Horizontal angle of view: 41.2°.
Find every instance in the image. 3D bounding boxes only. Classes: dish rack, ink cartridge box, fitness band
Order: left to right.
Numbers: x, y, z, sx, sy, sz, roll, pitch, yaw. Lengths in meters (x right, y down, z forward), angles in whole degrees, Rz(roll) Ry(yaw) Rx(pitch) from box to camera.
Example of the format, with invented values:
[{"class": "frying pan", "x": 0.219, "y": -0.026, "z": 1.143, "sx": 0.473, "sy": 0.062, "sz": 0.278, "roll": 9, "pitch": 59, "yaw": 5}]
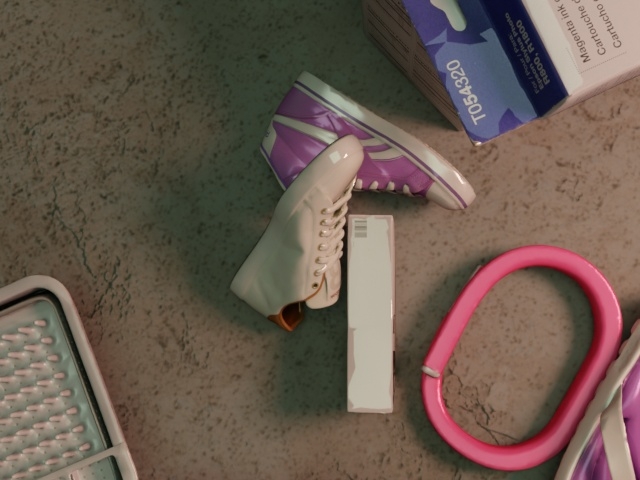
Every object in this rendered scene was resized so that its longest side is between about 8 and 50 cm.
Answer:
[{"class": "dish rack", "x": -0.391, "y": 0.236, "z": 1.099, "sx": 0.286, "sy": 0.072, "sz": 0.332, "roll": -24, "pitch": 82, "yaw": 8}, {"class": "fitness band", "x": 0.251, "y": 0.144, "z": 1.070, "sx": 0.209, "sy": 0.054, "sz": 0.290, "roll": 30, "pitch": 88, "yaw": 7}, {"class": "ink cartridge box", "x": 0.237, "y": -0.306, "z": 0.851, "sx": 0.330, "sy": 0.071, "sz": 0.324, "roll": -25, "pitch": 82, "yaw": -1}]

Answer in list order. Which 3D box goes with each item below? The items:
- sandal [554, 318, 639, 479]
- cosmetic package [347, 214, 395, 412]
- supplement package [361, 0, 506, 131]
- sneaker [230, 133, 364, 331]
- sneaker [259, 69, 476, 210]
[{"class": "sandal", "x": 0.383, "y": 0.253, "z": 0.998, "sx": 0.169, "sy": 0.102, "sz": 0.416, "roll": 20, "pitch": 85, "yaw": -14}, {"class": "cosmetic package", "x": 0.064, "y": 0.092, "z": 1.071, "sx": 0.061, "sy": 0.099, "sz": 0.239, "roll": 0, "pitch": 84, "yaw": 3}, {"class": "supplement package", "x": 0.183, "y": -0.294, "z": 1.020, "sx": 0.199, "sy": 0.262, "sz": 0.198, "roll": -43, "pitch": 82, "yaw": -1}, {"class": "sneaker", "x": 0.000, "y": 0.000, "z": 1.030, "sx": 0.123, "sy": 0.106, "sz": 0.290, "roll": 42, "pitch": 132, "yaw": 10}, {"class": "sneaker", "x": 0.050, "y": -0.081, "z": 1.098, "sx": 0.282, "sy": 0.102, "sz": 0.161, "roll": 33, "pitch": 91, "yaw": 18}]
